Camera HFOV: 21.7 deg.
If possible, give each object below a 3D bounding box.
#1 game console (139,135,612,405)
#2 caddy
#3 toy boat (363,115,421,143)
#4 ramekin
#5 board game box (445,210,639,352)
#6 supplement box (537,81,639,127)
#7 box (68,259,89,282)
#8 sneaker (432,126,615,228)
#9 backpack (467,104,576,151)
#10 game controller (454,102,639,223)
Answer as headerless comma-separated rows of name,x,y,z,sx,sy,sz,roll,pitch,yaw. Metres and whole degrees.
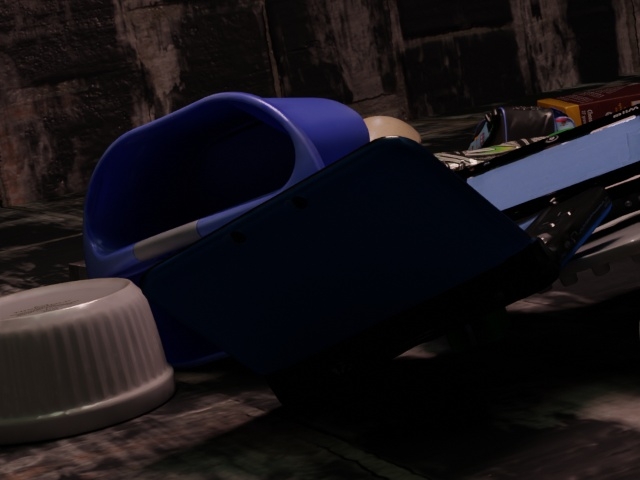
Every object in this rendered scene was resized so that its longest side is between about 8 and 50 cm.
game console,0.049,0.001,1.355,0.293,0.173,0.250,-27,8,35
caddy,-0.092,-0.010,1.615,0.341,0.241,0.179,-19,-5,41
toy boat,0.009,-0.025,1.939,0.267,0.148,0.318,-45,13,-9
ramekin,-0.242,0.105,1.531,0.207,0.109,0.207,-9,8,1
board game box,0.340,-0.018,1.442,0.390,0.050,0.390,-23,0,-32
supplement box,0.430,-0.150,2.373,0.194,0.129,0.191,-11,8,-3
box,-0.178,0.034,2.108,0.231,0.056,0.183,-15,9,-30
sneaker,0.205,-0.050,1.942,0.146,0.134,0.343,-3,-7,-43
backpack,0.252,-0.089,2.135,0.117,0.158,0.173,-3,-5,-10
game controller,0.221,-0.056,1.546,0.319,0.067,0.166,-20,32,16
